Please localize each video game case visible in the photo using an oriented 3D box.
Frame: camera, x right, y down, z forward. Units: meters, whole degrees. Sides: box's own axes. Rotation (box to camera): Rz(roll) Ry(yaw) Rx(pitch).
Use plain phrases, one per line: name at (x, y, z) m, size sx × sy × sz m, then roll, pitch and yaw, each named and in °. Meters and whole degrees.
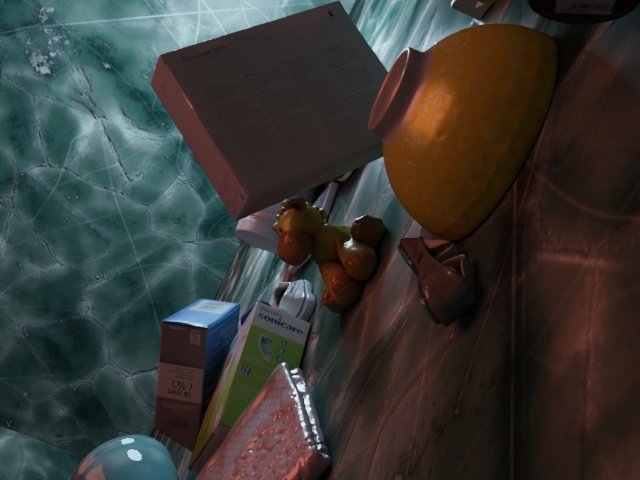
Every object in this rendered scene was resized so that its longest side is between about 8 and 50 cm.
video game case at (-0.019, -0.029, 2.095) m, size 0.173 × 0.022 × 0.190 m, roll -46°, pitch 22°, yaw 63°

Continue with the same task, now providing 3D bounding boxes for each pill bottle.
pill bottle at (-0.101, -0.144, 2.311) m, size 0.333 × 0.188 × 0.188 m, roll -69°, pitch 10°, yaw -16°

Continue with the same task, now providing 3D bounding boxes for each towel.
towel at (-0.118, 0.378, 1.347) m, size 0.332 × 0.053 × 0.317 m, roll -53°, pitch 17°, yaw 9°

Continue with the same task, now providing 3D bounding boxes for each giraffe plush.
giraffe plush at (0.000, 0.000, 1.491) m, size 0.210 × 0.171 × 0.181 m, roll -80°, pitch 17°, yaw -55°

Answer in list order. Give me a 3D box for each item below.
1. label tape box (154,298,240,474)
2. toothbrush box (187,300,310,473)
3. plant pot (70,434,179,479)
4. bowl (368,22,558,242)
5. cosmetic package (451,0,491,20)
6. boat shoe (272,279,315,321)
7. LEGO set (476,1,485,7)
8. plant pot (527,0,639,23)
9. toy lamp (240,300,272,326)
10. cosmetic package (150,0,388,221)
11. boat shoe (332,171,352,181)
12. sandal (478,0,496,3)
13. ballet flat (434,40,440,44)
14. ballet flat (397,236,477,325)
label tape box at (-0.258, 0.312, 1.836) m, size 0.240 × 0.106 × 0.333 m, roll -31°, pitch -53°, yaw -77°
toothbrush box at (-0.135, 0.295, 1.665) m, size 0.206 × 0.122 × 0.283 m, roll -56°, pitch 12°, yaw 47°
plant pot at (-0.487, 0.684, 2.267) m, size 0.196 × 0.293 × 0.293 m, roll 33°, pitch 100°, yaw 54°
bowl at (0.154, -0.159, 1.101) m, size 0.289 × 0.156 × 0.289 m, roll -62°, pitch 11°, yaw 22°
cosmetic package at (0.287, -0.494, 1.456) m, size 0.099 × 0.060 × 0.239 m, roll -47°, pitch 22°, yaw 60°
boat shoe at (-0.063, 0.114, 1.832) m, size 0.083 × 0.076 × 0.226 m, roll -66°, pitch 10°, yaw -3°
LEGO set at (0.329, -0.454, 1.254) m, size 0.182 × 0.060 × 0.244 m, roll -5°, pitch 62°, yaw 65°
plant pot at (0.271, -0.345, 0.870) m, size 0.215 × 0.215 × 0.230 m, roll 150°, pitch 128°, yaw -74°
toy lamp at (-0.190, 0.261, 2.173) m, size 0.080 × 0.080 × 0.274 m, roll -80°, pitch 14°, yaw -54°
cosmetic package at (-0.052, -0.231, 1.480) m, size 0.377 × 0.284 × 0.097 m, roll -25°, pitch -11°, yaw -30°
boat shoe at (0.026, -0.207, 2.054) m, size 0.324 × 0.097 × 0.116 m, roll 180°, pitch 114°, yaw -79°
sandal at (0.292, -0.354, 1.108) m, size 0.240 × 0.088 × 0.079 m, roll -34°, pitch 66°, yaw 53°
ballet flat at (0.168, -0.200, 1.335) m, size 0.086 × 0.086 × 0.248 m, roll 143°, pitch 149°, yaw -70°
ballet flat at (0.142, 0.035, 1.022) m, size 0.068 × 0.072 × 0.213 m, roll -36°, pitch 17°, yaw 9°
